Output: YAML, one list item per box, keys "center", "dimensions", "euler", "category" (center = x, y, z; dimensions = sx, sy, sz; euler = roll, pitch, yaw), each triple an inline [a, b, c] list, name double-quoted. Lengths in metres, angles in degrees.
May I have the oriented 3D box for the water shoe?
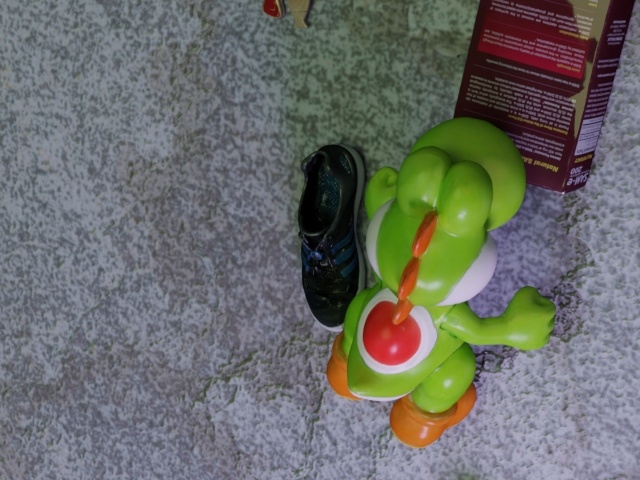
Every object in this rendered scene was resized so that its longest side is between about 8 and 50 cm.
- center: [0.000, 0.000, 1.483]
  dimensions: [0.073, 0.080, 0.203]
  euler: [6, 102, 29]
  category: "water shoe"

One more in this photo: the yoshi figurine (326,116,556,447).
- center: [0.116, 0.024, 1.348]
  dimensions: [0.362, 0.203, 0.203]
  euler: [100, 162, -50]
  category: "yoshi figurine"

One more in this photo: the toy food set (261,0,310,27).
- center: [-0.040, -0.289, 1.494]
  dimensions: [0.078, 0.019, 0.122]
  euler: [13, 112, 28]
  category: "toy food set"

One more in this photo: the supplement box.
- center: [0.212, -0.177, 1.335]
  dimensions: [0.130, 0.073, 0.239]
  euler: [21, 108, 26]
  category: "supplement box"
